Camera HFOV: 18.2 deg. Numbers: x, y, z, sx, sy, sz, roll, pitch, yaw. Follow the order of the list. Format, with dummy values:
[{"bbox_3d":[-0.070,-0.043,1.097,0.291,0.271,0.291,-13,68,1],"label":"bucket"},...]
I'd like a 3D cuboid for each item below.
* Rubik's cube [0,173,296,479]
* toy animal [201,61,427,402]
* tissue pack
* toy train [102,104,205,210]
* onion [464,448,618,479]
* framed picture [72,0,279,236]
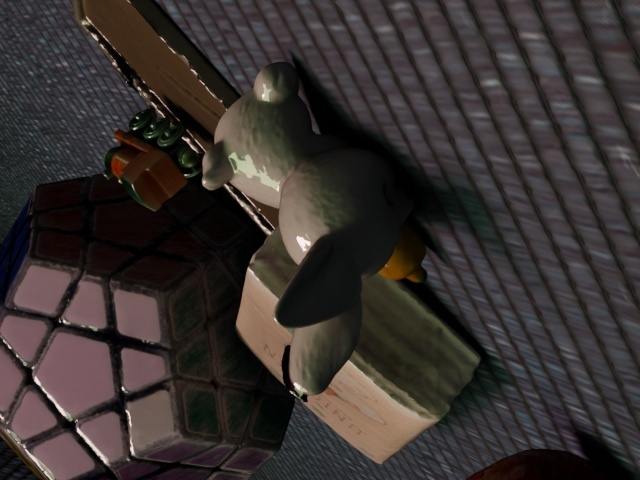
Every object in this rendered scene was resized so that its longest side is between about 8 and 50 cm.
[{"bbox_3d":[-0.162,0.092,1.722,0.264,0.319,0.319,24,176,-17],"label":"Rubik's cube"},{"bbox_3d":[0.000,0.000,1.185,0.181,0.127,0.131,56,168,34],"label":"toy animal"},{"bbox_3d":[0.018,0.077,1.464,0.170,0.071,0.325,40,169,4],"label":"tissue pack"},{"bbox_3d":[-0.130,-0.062,1.506,0.044,0.064,0.103,53,168,-29],"label":"toy train"},{"bbox_3d":[0.148,0.190,1.290,0.150,0.150,0.140,52,-155,-14],"label":"onion"},{"bbox_3d":[-0.092,-0.098,1.465,0.281,0.019,0.209,48,168,5],"label":"framed picture"}]
